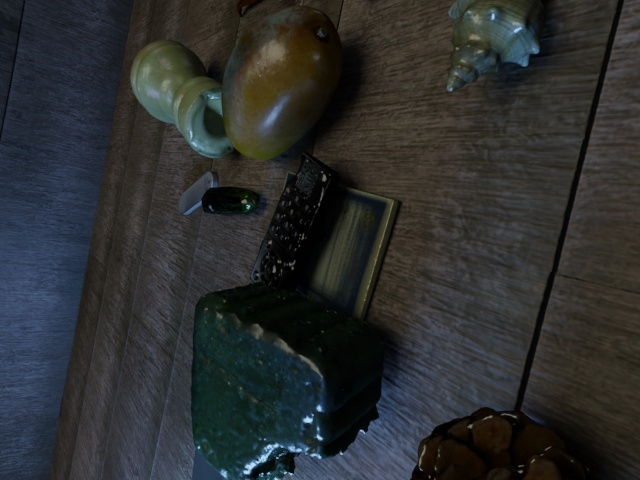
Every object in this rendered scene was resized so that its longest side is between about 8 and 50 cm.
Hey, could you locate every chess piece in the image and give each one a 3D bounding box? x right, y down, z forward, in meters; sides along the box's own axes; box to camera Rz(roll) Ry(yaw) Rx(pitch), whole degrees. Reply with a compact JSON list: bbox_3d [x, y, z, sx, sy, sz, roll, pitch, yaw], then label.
[{"bbox_3d":[-0.369,-0.397,1.179,0.442,0.234,0.234,44,116,40],"label":"chess piece"}]

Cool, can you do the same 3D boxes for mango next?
[{"bbox_3d":[-0.096,-0.294,0.835,0.384,0.199,0.221,-33,65,57],"label":"mango"}]

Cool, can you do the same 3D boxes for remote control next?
[{"bbox_3d":[-0.379,-0.142,1.279,0.245,0.022,0.077,-23,68,46],"label":"remote control"},{"bbox_3d":[-0.069,0.031,0.807,0.144,0.062,0.398,46,121,45],"label":"remote control"}]

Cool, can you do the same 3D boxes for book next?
[{"bbox_3d":[0.000,0.000,0.792,0.323,0.018,0.228,26,104,50],"label":"book"}]

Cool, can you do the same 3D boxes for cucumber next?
[{"bbox_3d":[-0.226,-0.101,1.046,0.242,0.075,0.074,5,87,48],"label":"cucumber"}]

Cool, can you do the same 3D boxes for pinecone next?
[{"bbox_3d":[0.168,0.259,0.391,0.184,0.205,0.179,-30,63,25],"label":"pinecone"}]

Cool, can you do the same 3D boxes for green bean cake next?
[{"bbox_3d":[-0.063,0.246,0.670,0.300,0.169,0.307,17,106,36],"label":"green bean cake"}]

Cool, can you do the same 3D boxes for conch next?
[{"bbox_3d":[0.210,-0.287,0.517,0.114,0.137,0.233,138,146,-75],"label":"conch"}]

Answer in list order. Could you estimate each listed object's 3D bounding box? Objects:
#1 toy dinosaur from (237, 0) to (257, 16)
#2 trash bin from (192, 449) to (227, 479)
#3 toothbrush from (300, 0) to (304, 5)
[{"bbox_3d":[-0.121,-0.660,1.002,0.432,0.097,0.208,-41,61,48],"label":"toy dinosaur"},{"bbox_3d":[-0.195,0.433,0.883,0.177,0.101,0.236,13,95,49],"label":"trash bin"},{"bbox_3d":[-0.028,-0.533,0.857,0.014,0.011,0.167,52,130,50],"label":"toothbrush"}]
